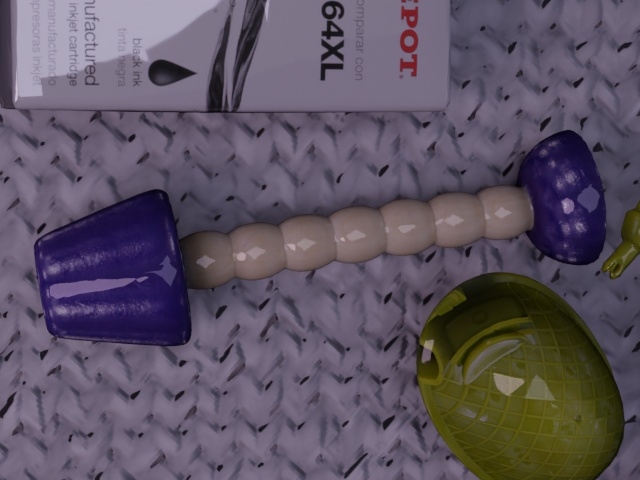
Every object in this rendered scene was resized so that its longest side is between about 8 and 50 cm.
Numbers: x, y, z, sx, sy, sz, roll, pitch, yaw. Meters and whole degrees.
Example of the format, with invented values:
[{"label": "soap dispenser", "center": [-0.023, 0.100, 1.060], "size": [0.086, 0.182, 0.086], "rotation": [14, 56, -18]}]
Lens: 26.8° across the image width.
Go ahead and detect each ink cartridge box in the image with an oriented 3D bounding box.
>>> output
[{"label": "ink cartridge box", "center": [-0.045, -0.133, 0.626], "size": [0.203, 0.086, 0.148], "rotation": [-2, 96, -17]}]

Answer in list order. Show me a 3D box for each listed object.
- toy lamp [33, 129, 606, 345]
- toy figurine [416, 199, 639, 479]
[{"label": "toy lamp", "center": [0.000, 0.000, 0.662], "size": [0.275, 0.080, 0.080], "rotation": [-11, 97, -9]}, {"label": "toy figurine", "center": [0.213, 0.168, 0.611], "size": [0.191, 0.217, 0.362], "rotation": [-33, 111, 2]}]
